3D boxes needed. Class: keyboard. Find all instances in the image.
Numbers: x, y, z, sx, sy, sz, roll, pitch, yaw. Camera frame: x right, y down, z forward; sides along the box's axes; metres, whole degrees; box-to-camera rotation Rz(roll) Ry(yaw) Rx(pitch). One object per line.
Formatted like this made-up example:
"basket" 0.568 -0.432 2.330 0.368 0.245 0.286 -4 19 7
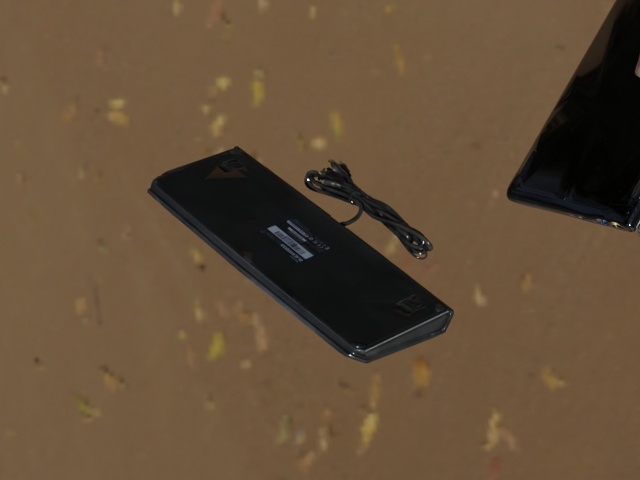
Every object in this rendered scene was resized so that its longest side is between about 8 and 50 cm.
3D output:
"keyboard" 0.000 0.000 1.427 0.317 0.201 0.033 39 135 34

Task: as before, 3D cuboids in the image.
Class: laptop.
"laptop" 0.441 -0.128 1.454 0.382 0.236 0.408 -59 20 -3

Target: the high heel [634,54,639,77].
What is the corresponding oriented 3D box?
"high heel" 0.447 -0.188 1.207 0.377 0.127 0.181 9 110 6
